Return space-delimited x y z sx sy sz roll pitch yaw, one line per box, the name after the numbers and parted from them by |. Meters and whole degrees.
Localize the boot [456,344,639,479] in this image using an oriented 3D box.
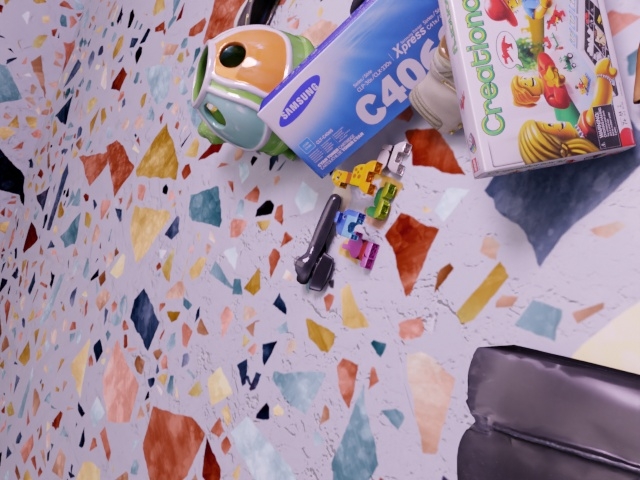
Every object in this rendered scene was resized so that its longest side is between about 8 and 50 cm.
0.333 0.319 0.524 0.444 0.146 0.367 8 75 41 | boot

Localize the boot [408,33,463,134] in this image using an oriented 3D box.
0.244 -0.202 0.795 0.077 0.213 0.165 -62 2 -17 | boot

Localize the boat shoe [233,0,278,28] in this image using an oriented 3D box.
-0.130 -0.583 1.279 0.068 0.081 0.228 44 117 39 | boat shoe

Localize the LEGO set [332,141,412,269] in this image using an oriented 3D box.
0.066 -0.077 0.941 0.093 0.087 0.227 21 92 46 | LEGO set

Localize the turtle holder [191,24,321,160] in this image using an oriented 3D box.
-0.140 -0.302 1.090 0.320 0.227 0.244 29 109 63 | turtle holder

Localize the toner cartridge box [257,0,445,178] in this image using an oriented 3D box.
0.075 -0.275 0.891 0.347 0.165 0.075 -39 23 21 | toner cartridge box

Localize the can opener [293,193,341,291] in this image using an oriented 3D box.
0.000 0.000 1.016 0.059 0.073 0.186 -179 107 -84 | can opener

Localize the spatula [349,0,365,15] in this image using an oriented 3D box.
0.116 -0.487 0.968 0.296 0.030 0.084 163 114 -66 | spatula

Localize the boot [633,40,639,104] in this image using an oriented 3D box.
0.415 -0.310 0.688 0.264 0.096 0.281 -1 86 37 | boot

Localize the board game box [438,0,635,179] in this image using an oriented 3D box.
0.264 -0.245 0.685 0.192 0.053 0.306 -11 87 -2 | board game box
